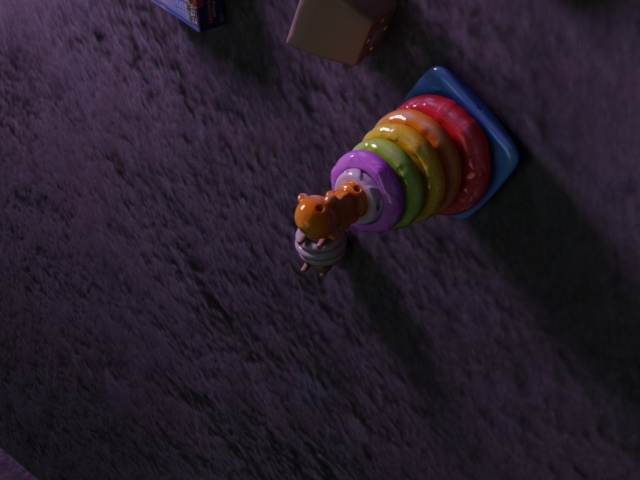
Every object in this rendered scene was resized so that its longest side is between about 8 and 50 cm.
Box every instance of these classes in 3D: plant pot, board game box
[{"bbox_3d":[0.035,-0.293,1.117,0.096,0.109,0.109,35,137,11],"label":"plant pot"},{"bbox_3d":[-0.240,-0.447,1.354,0.194,0.060,0.194,24,130,36],"label":"board game box"}]

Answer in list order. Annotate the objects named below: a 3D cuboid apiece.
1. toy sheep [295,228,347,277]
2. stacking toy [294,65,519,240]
[{"bbox_3d":[0.000,0.000,1.349,0.091,0.091,0.132,32,141,31],"label":"toy sheep"},{"bbox_3d":[0.080,-0.070,1.042,0.175,0.301,0.166,51,141,11],"label":"stacking toy"}]
